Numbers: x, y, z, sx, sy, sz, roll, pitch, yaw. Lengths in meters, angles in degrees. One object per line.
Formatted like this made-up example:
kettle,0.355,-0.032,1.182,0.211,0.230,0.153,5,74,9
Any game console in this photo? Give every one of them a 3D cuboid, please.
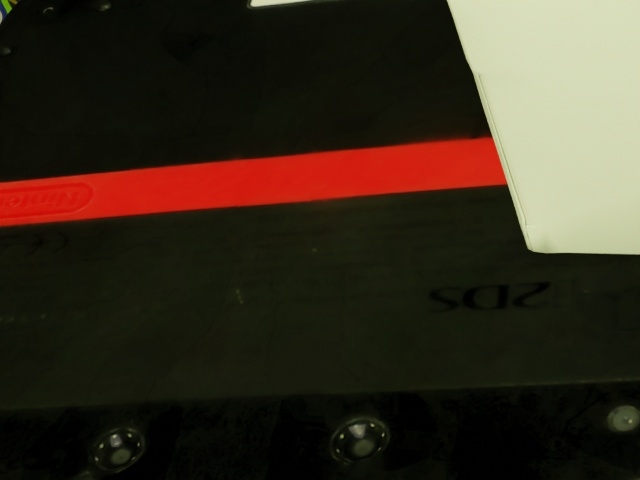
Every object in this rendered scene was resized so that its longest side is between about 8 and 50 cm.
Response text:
game console,0.000,0.000,0.797,0.386,0.060,0.342,-4,44,18

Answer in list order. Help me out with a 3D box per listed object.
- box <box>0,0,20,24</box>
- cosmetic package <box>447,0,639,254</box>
box,-0.236,-0.098,0.977,0.169,0.054,0.059,-33,69,12
cosmetic package,0.113,-0.227,0.687,0.097,0.284,0.377,-1,56,21
